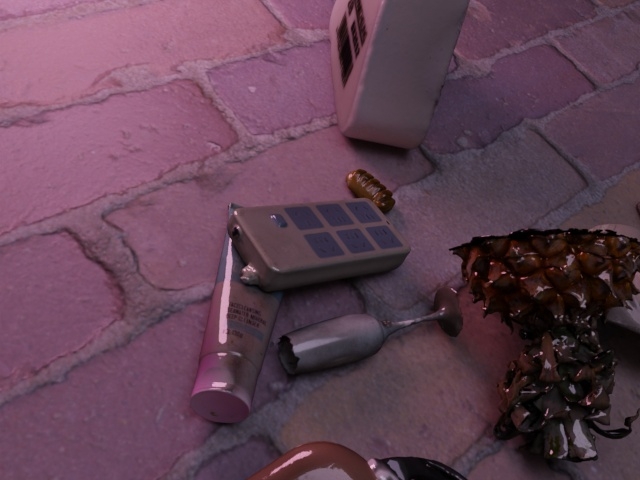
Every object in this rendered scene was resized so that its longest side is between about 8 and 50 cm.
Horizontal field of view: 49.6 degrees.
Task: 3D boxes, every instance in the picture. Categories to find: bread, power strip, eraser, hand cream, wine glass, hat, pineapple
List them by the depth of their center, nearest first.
[{"bbox_3d":[-0.088,0.071,0.857,0.111,0.070,0.312,19,46,-11],"label":"hand cream"},{"bbox_3d":[0.064,0.118,0.884,0.262,0.074,0.074,-11,59,-28],"label":"wine glass"},{"bbox_3d":[0.297,0.142,0.890,0.263,0.262,0.271,6,75,-18],"label":"pineapple"},{"bbox_3d":[0.000,0.000,0.926,0.271,0.046,0.118,-7,51,-39],"label":"power strip"},{"bbox_3d":[0.494,0.065,1.058,0.220,0.164,0.225,29,70,-1],"label":"hat"},{"bbox_3d":[0.077,-0.079,1.061,0.088,0.033,0.049,46,45,15],"label":"bread"},{"bbox_3d":[0.113,-0.347,1.168,0.150,0.331,0.331,9,52,-14],"label":"eraser"}]

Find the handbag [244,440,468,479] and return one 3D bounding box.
[{"bbox_3d":[0.040,0.321,0.622,0.283,0.149,0.302,-36,69,-16],"label":"handbag"}]

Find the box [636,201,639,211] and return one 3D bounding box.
[{"bbox_3d":[0.699,0.075,1.183,0.214,0.069,0.353,9,53,-16],"label":"box"}]
